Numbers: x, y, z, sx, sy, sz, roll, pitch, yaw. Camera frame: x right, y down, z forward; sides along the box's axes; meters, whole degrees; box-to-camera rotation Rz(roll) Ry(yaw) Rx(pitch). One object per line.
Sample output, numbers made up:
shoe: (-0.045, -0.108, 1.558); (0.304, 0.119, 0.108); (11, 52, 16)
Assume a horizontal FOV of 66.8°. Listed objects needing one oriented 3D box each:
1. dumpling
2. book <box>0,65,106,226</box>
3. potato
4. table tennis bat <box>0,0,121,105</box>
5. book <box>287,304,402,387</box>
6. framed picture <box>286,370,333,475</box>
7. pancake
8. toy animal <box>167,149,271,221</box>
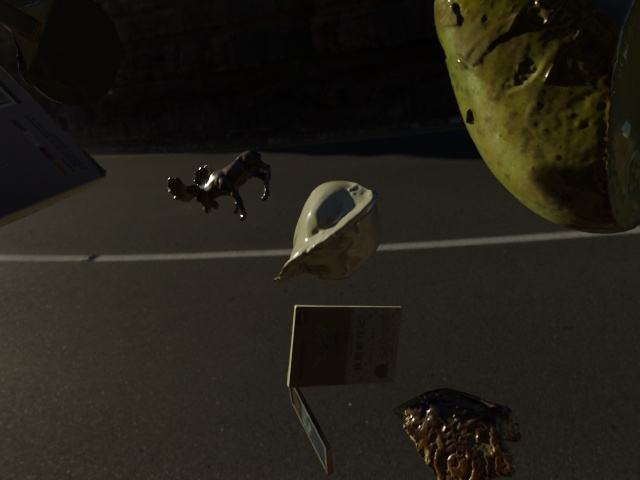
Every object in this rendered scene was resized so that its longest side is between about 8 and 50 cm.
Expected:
dumpling: (0.000, 0.000, 1.246); (0.315, 0.233, 0.395); (-34, -3, -17)
book: (-0.246, -0.046, 0.292); (0.127, 0.014, 0.181); (43, 45, 7)
potato: (0.210, -0.146, 0.438); (0.141, 0.298, 0.176); (-23, -4, -30)
table tennis bat: (-0.310, -0.233, 0.562); (0.019, 0.130, 0.220); (24, 3, 14)
book: (0.069, 0.280, 1.292); (0.310, 0.217, 0.021); (3, 7, -21)
framed picture: (-0.030, 0.521, 1.392); (0.023, 0.189, 0.260); (-21, 48, -17)
pancake: (0.302, 0.404, 1.041); (0.212, 0.056, 0.257); (-38, 51, -3)
toy animal: (-0.218, -0.126, 1.088); (0.214, 0.094, 0.186); (-41, 73, -1)
